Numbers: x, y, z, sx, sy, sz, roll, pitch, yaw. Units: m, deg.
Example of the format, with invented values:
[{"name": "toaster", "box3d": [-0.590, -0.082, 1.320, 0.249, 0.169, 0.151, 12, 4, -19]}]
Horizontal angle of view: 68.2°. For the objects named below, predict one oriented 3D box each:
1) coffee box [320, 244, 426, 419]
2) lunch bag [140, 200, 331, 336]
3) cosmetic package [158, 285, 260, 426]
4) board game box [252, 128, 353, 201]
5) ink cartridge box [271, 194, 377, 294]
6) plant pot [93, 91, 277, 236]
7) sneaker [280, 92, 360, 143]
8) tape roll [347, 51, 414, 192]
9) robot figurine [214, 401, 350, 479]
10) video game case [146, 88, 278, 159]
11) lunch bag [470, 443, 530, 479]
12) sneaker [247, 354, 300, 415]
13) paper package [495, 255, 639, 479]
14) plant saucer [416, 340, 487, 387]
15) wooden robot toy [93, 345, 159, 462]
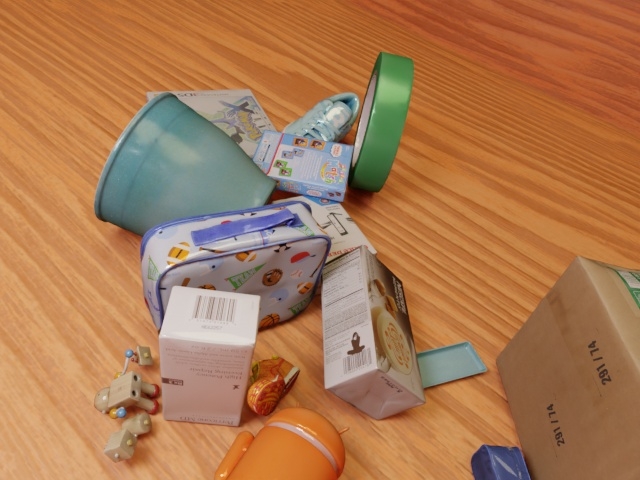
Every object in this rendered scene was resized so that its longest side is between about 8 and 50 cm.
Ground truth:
[{"name": "coffee box", "box3d": [0.081, 0.148, 0.795, 0.141, 0.098, 0.246, 43, 30, -34]}, {"name": "lunch bag", "box3d": [-0.131, 0.047, 0.776, 0.303, 0.243, 0.115, -13, 50, -26]}, {"name": "cosmetic package", "box3d": [-0.154, 0.168, 0.651, 0.117, 0.231, 0.085, 8, 43, -7]}, {"name": "board game box", "box3d": [-0.041, -0.169, 1.048, 0.211, 0.039, 0.160, 11, 48, 3]}, {"name": "ink cartridge box", "box3d": [0.000, 0.000, 0.978, 0.148, 0.086, 0.203, -13, 49, -28]}, {"name": "plant pot", "box3d": [-0.232, -0.094, 0.898, 0.255, 0.272, 0.272, 29, 43, -5]}, {"name": "sneaker", "box3d": [0.001, -0.292, 1.212, 0.135, 0.150, 0.366, 41, 43, -11]}, {"name": "tape roll", "box3d": [0.139, -0.279, 1.136, 0.077, 0.321, 0.321, 13, 43, -2]}, {"name": "robot figurine", "box3d": [-0.046, 0.312, 0.610, 0.128, 0.158, 0.219, 51, 45, -10]}, {"name": "video game case", "box3d": [-0.277, -0.306, 1.255, 0.300, 0.036, 0.329, -10, 49, -25]}, {"name": "lunch bag", "box3d": [0.273, 0.356, 0.697, 0.065, 0.067, 0.098, 6, 45, -9]}, {"name": "sneaker", "box3d": [-0.083, 0.213, 0.704, 0.067, 0.175, 0.064, 26, 87, 10]}, {"name": "paper package", "box3d": [0.431, 0.240, 0.686, 0.168, 0.309, 0.325, 9, 42, -7]}, {"name": "plant saucer", "box3d": [0.204, 0.229, 0.848, 0.192, 0.018, 0.067, -7, 47, -21]}, {"name": "wooden robot toy", "box3d": [-0.288, 0.237, 0.683, 0.079, 0.076, 0.173, -23, 45, 11]}]
